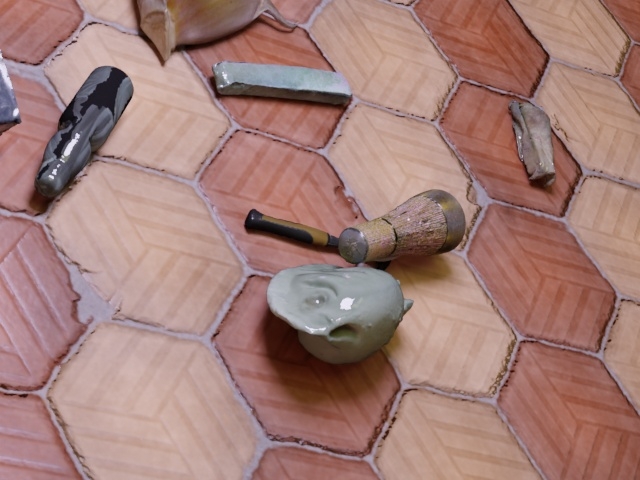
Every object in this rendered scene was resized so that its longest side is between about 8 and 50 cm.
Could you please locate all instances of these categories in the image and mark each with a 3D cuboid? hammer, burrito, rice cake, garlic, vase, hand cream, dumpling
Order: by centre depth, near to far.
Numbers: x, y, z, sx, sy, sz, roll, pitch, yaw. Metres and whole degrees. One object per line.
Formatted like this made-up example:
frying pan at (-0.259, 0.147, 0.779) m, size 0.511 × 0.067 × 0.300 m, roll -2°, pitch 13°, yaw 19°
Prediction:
vase at (-0.278, -0.123, 1.733) m, size 0.060 × 0.060 × 0.211 m, roll 32°, pitch 42°, yaw -8°
dumpling at (0.020, 0.087, 1.746) m, size 0.219 × 0.153 × 0.108 m, roll -7°, pitch 97°, yaw -55°
hand cream at (0.096, -0.008, 1.849) m, size 0.203 × 0.084 × 0.084 m, roll -17°, pitch 65°, yaw -51°
hammer at (0.000, 0.000, 1.850) m, size 0.201 × 0.021 × 0.078 m, roll 14°, pitch 48°, yaw -24°
rice cake at (-0.052, -0.208, 1.980) m, size 0.211 × 0.034 × 0.043 m, roll 2°, pitch 63°, yaw -34°
garlic at (-0.139, -0.343, 1.997) m, size 0.267 × 0.148 × 0.128 m, roll -16°, pitch 29°, yaw -37°
burrito at (0.310, -0.143, 2.169) m, size 0.055 × 0.041 × 0.149 m, roll 4°, pitch 52°, yaw -15°

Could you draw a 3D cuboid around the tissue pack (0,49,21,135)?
tissue pack at (-0.454, -0.183, 1.615) m, size 0.235 × 0.073 × 0.173 m, roll -11°, pitch 81°, yaw -45°
